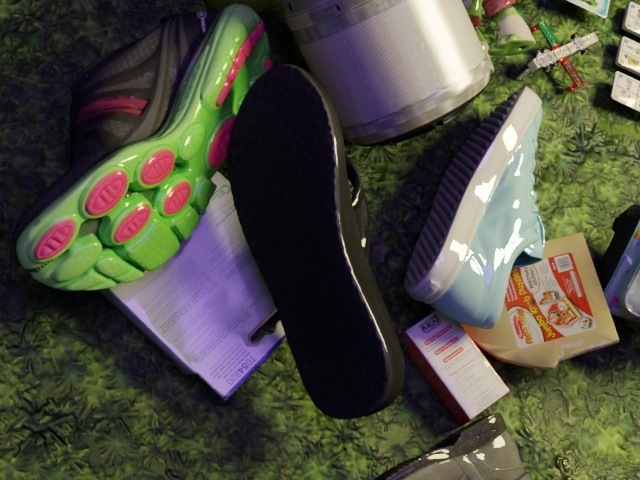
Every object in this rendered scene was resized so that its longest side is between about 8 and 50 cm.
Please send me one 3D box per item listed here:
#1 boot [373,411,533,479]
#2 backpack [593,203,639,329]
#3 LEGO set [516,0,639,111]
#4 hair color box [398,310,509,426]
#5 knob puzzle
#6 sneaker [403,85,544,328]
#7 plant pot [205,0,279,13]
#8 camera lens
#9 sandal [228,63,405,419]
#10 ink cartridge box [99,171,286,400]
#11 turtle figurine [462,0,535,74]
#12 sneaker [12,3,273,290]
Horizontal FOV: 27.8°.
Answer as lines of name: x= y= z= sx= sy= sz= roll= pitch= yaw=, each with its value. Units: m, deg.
boot: x=0.166 y=0.332 z=1.597 sx=0.246 sy=0.083 sz=0.161 roll=-26 pitch=82 yaw=-18
backpack: x=0.477 y=0.054 z=1.722 sx=0.188 sy=0.144 sz=0.166 roll=24 pitch=93 yaw=-12
LEGO set: x=0.392 y=-0.291 z=1.902 sx=0.244 sy=0.060 sz=0.182 roll=22 pitch=63 yaw=-12
hair color box: x=0.172 y=0.162 z=1.678 sx=0.072 sy=0.043 sz=0.141 roll=-31 pitch=79 yaw=-21
knob puzzle: x=0.278 y=0.091 z=1.713 sx=0.213 sy=0.030 sz=0.213 roll=-7 pitch=58 yaw=11
sneaker: x=0.238 y=-0.038 z=1.728 sx=0.150 sy=0.135 sz=0.366 roll=35 pitch=63 yaw=-13
plant pot: x=-0.093 y=-0.471 z=1.774 sx=0.228 sy=0.207 sz=0.227 roll=-36 pitch=81 yaw=-20
camera lens: x=0.081 y=-0.276 z=1.691 sx=0.219 sy=0.219 sz=0.274 roll=-32 pitch=105 yaw=-20
sandal: x=-0.002 y=0.002 z=1.615 sx=0.107 sy=0.167 sz=0.446 roll=-4 pitch=78 yaw=-60
ink cartridge box: x=-0.131 y=0.059 z=1.653 sx=0.224 sy=0.045 sz=0.223 roll=44 pitch=67 yaw=6
turtle figurine: x=0.181 y=-0.372 z=1.803 sx=0.197 sy=0.274 sz=0.266 roll=-19 pitch=76 yaw=18
sneaker: x=-0.236 y=-0.120 z=1.634 sx=0.202 sy=0.185 sz=0.483 roll=10 pitch=47 yaw=29
